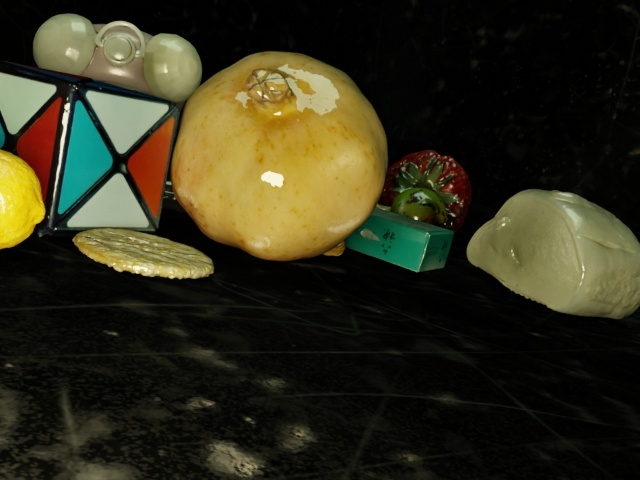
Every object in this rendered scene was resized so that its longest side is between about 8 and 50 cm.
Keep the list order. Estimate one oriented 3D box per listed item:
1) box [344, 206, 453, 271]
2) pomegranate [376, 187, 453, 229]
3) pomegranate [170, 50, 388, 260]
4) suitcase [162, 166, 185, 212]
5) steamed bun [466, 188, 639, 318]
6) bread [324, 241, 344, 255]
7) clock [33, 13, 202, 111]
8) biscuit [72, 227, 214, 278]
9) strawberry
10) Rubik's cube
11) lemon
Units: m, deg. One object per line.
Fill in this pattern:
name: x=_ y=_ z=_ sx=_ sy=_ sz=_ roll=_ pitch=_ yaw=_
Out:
box: x=0.153 y=-0.011 z=1.772 sx=0.245 sy=0.092 sz=0.153 roll=20 pitch=11 yaw=29
pomegranate: x=0.200 y=-0.051 z=1.899 sx=0.220 sy=0.156 sz=0.156 roll=1 pitch=10 yaw=1
pomegranate: x=-0.076 y=-0.156 z=1.441 sx=0.411 sy=0.411 sz=0.411 roll=13 pitch=10 yaw=-2
suitcase: x=-0.301 y=-0.115 z=1.810 sx=0.206 sy=0.066 sz=0.285 roll=10 pitch=10 yaw=-17
steamed bun: x=0.521 y=0.009 z=1.737 sx=0.247 sy=0.236 sz=0.383 roll=10 pitch=11 yaw=-29
bread: x=0.000 y=0.000 z=1.642 sx=0.083 sy=0.044 sz=0.110 roll=5 pitch=16 yaw=-34
clock: x=-0.436 y=-0.364 z=1.731 sx=0.342 sy=0.184 sz=0.326 roll=4 pitch=-5 yaw=-12
biscuit: x=-0.270 y=0.019 z=1.217 sx=0.219 sy=0.033 sz=0.220 roll=14 pitch=10 yaw=-3
strawberry: x=0.274 y=-0.115 z=2.106 sx=0.250 sy=0.239 sz=0.288 roll=20 pitch=1 yaw=11
Rubik's cube: x=-0.421 y=-0.152 z=1.345 sx=0.248 sy=0.250 sz=0.246 roll=17 pitch=10 yaw=33
lemon: x=-0.467 y=-0.060 z=1.082 sx=0.187 sy=0.142 sz=0.142 roll=8 pitch=10 yaw=5
